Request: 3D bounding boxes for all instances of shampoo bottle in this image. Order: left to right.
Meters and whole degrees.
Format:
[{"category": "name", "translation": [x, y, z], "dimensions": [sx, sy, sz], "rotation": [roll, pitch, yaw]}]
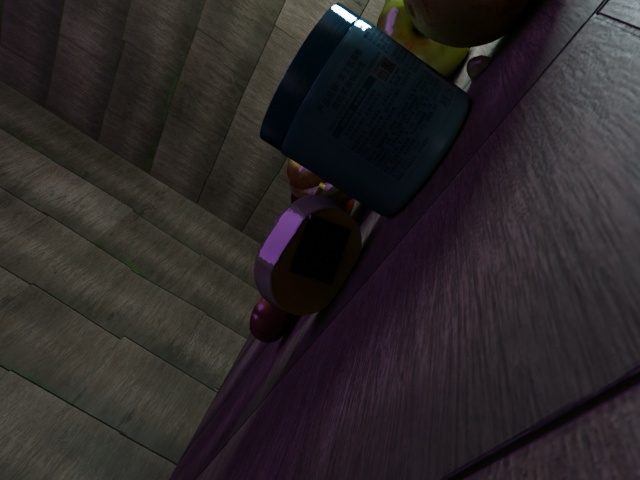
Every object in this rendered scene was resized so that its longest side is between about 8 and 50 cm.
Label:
[{"category": "shampoo bottle", "translation": [0.096, -0.273, 0.993], "dimensions": [0.331, 0.342, 0.331], "rotation": [-58, 4, 6]}]

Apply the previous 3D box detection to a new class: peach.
[{"category": "peach", "translation": [0.324, -0.629, 1.391], "dimensions": [0.315, 0.281, 0.315], "rotation": [1, -93, -64]}]

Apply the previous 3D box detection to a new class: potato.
[{"category": "potato", "translation": [0.351, -0.396, 1.027], "dimensions": [0.037, 0.036, 0.093], "rotation": [-54, 5, 0]}]

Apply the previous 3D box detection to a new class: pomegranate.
[{"category": "pomegranate", "translation": [0.320, -0.598, 0.949], "dimensions": [0.338, 0.338, 0.338], "rotation": [-57, 4, 7]}]

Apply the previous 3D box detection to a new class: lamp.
[{"category": "lamp", "translation": [-0.144, 0.247, 1.448], "dimensions": [0.182, 0.140, 0.182], "rotation": [-57, -15, -24]}]

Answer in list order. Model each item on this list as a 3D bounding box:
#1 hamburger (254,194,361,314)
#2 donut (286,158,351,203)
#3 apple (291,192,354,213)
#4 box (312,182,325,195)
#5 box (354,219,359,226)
[{"category": "hamburger", "translation": [-0.032, 0.036, 1.084], "dimensions": [0.295, 0.227, 0.151], "rotation": [-55, 27, -1]}, {"category": "donut", "translation": [0.080, -0.296, 1.556], "dimensions": [0.448, 0.198, 0.449], "rotation": [-29, 30, 19]}, {"category": "apple", "translation": [0.015, -0.162, 1.813], "dimensions": [0.260, 0.217, 0.260], "rotation": [-25, 31, 16]}, {"category": "box", "translation": [-0.035, -0.101, 1.360], "dimensions": [0.156, 0.022, 0.089], "rotation": [-56, 5, 14]}, {"category": "box", "translation": [0.000, 0.000, 1.417], "dimensions": [0.226, 0.149, 0.226], "rotation": [-57, 4, 6]}]
